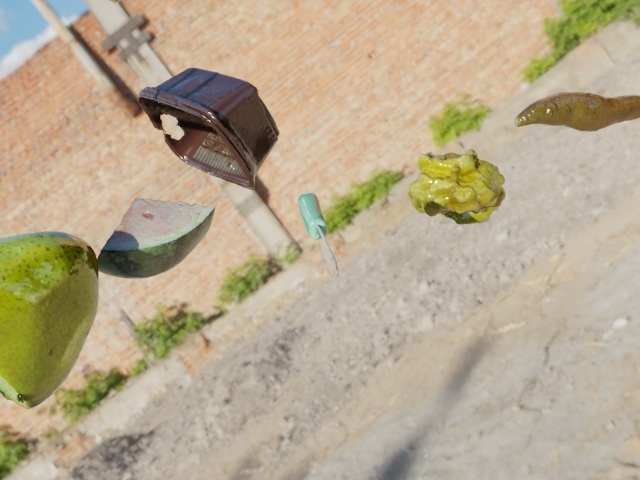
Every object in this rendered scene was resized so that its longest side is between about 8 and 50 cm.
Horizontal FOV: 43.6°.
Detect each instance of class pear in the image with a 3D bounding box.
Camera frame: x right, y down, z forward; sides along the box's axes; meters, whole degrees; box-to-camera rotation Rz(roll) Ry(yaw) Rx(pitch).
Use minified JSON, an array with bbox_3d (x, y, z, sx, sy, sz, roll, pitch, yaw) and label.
[{"bbox_3d":[-0.552,0.124,1.546,0.238,0.342,0.318,11,51,40],"label":"pear"}]

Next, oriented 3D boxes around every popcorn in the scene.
[{"bbox_3d":[0.281,-0.115,1.639,0.197,0.197,0.156,-165,87,-83],"label":"popcorn"}]

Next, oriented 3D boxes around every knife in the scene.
[{"bbox_3d":[0.000,0.001,1.134,0.034,0.063,0.260,-10,26,-5],"label":"knife"}]

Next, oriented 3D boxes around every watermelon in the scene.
[{"bbox_3d":[-0.393,0.007,1.790,0.256,0.176,0.260,-9,-34,-36],"label":"watermelon"}]

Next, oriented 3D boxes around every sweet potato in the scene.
[{"bbox_3d":[0.426,-0.205,1.265,0.274,0.067,0.067,-8,-6,-22],"label":"sweet potato"}]

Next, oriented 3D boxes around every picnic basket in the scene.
[{"bbox_3d":[-0.206,-0.233,1.581,0.297,0.222,0.129,24,63,44],"label":"picnic basket"}]

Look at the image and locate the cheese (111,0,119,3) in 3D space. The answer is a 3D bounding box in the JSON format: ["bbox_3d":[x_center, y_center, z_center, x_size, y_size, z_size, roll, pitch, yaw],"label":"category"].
[{"bbox_3d":[-0.297,-0.467,1.181,0.064,0.137,0.227,8,-66,-39],"label":"cheese"}]
